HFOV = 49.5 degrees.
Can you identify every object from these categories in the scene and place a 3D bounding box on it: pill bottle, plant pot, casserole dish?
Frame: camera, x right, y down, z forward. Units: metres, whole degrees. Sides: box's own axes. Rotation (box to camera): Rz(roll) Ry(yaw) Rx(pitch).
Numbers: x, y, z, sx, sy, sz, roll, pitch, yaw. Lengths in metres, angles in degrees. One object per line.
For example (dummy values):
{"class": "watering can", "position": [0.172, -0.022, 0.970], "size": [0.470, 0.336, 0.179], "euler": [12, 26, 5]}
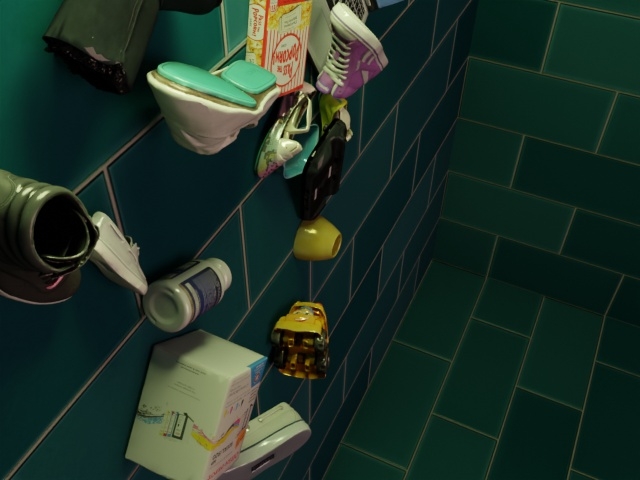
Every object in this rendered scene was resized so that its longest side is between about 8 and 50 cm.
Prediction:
{"class": "pill bottle", "position": [-0.229, 0.089, 1.233], "size": [0.169, 0.094, 0.094], "euler": [-36, 141, -61]}
{"class": "plant pot", "position": [0.000, 0.000, 1.834], "size": [0.134, 0.095, 0.134], "euler": [90, 26, -45]}
{"class": "casserole dish", "position": [-0.056, -0.205, 1.556], "size": [0.188, 0.037, 0.114], "euler": [-33, 139, -62]}

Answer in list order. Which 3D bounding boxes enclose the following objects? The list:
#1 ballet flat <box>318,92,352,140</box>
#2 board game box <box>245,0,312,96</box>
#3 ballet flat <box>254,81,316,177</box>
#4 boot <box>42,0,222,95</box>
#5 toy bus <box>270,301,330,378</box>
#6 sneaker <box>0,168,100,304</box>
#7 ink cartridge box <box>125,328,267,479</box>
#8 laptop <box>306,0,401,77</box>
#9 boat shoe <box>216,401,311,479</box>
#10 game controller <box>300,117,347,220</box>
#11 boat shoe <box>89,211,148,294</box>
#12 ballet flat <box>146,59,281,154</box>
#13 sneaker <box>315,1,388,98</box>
{"class": "ballet flat", "position": [0.041, -0.279, 1.680], "size": [0.077, 0.077, 0.231], "euler": [-46, 158, -16]}
{"class": "board game box", "position": [-0.079, -0.365, 1.284], "size": [0.147, 0.045, 0.194], "euler": [-36, 142, -50]}
{"class": "ballet flat", "position": [-0.065, -0.227, 1.432], "size": [0.077, 0.079, 0.222], "euler": [37, 72, -73]}
{"class": "boot", "position": [-0.227, -0.278, 0.865], "size": [0.207, 0.094, 0.246], "euler": [-71, 161, -2]}
{"class": "toy bus", "position": [-0.038, 0.245, 1.920], "size": [0.220, 0.149, 0.211], "euler": [85, 16, -47]}
{"class": "sneaker", "position": [-0.318, 0.018, 0.808], "size": [0.296, 0.146, 0.105], "euler": [77, 34, -61]}
{"class": "ink cartridge box", "position": [-0.234, 0.319, 1.329], "size": [0.171, 0.168, 0.233], "euler": [-13, 120, -71]}
{"class": "laptop", "position": [0.150, -0.537, 1.506], "size": [0.382, 0.236, 0.408], "euler": [48, 62, -70]}
{"class": "boat shoe", "position": [-0.210, 0.483, 1.647], "size": [0.367, 0.156, 0.136], "euler": [-24, 143, -28]}
{"class": "game controller", "position": [0.002, -0.162, 1.674], "size": [0.166, 0.067, 0.319], "euler": [-49, 168, -18]}
{"class": "boat shoe", "position": [-0.298, 0.021, 1.025], "size": [0.063, 0.066, 0.184], "euler": [-63, 151, -22]}
{"class": "ballet flat", "position": [-0.158, -0.196, 1.062], "size": [0.400, 0.139, 0.139], "euler": [-54, 158, -71]}
{"class": "sneaker", "position": [0.048, -0.382, 1.474], "size": [0.161, 0.102, 0.282], "euler": [-41, 160, 8]}
